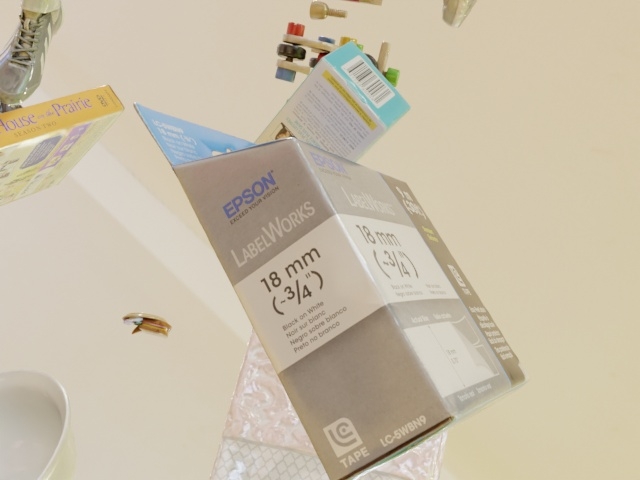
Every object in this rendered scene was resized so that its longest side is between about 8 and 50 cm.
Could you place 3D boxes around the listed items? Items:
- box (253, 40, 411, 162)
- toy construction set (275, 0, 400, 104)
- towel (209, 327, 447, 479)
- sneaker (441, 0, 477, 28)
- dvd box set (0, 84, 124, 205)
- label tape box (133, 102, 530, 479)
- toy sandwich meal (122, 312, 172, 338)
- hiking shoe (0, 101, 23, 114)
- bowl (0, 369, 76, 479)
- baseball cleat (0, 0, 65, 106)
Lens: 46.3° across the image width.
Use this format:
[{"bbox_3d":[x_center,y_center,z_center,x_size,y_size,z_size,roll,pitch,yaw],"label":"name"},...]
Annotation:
[{"bbox_3d":[-0.012,-0.106,0.857,0.100,0.060,0.244,48,-43,-1],"label":"box"},{"bbox_3d":[0.067,-0.387,1.534,0.237,0.309,0.257,13,-15,16],"label":"toy construction set"},{"bbox_3d":[0.022,0.278,1.118,0.331,0.317,0.053,13,-34,4],"label":"towel"},{"bbox_3d":[0.216,-0.484,1.226,0.115,0.105,0.281,20,-38,21],"label":"sneaker"},{"bbox_3d":[-0.573,-0.122,1.283,0.307,0.420,0.062,-33,-89,42],"label":"dvd box set"},{"bbox_3d":[0.020,0.008,0.626,0.106,0.240,0.334,-36,-108,20],"label":"label tape box"},{"bbox_3d":[-0.289,0.143,1.245,0.085,0.029,0.085,5,-20,2],"label":"toy sandwich meal"},{"bbox_3d":[-0.673,-0.255,1.548,0.086,0.114,0.227,-174,-115,-84],"label":"hiking shoe"},{"bbox_3d":[-0.425,0.314,0.934,0.298,0.298,0.134,7,-49,33],"label":"bowl"},{"bbox_3d":[-0.434,-0.302,1.100,0.072,0.206,0.109,12,-29,-9],"label":"baseball cleat"}]
